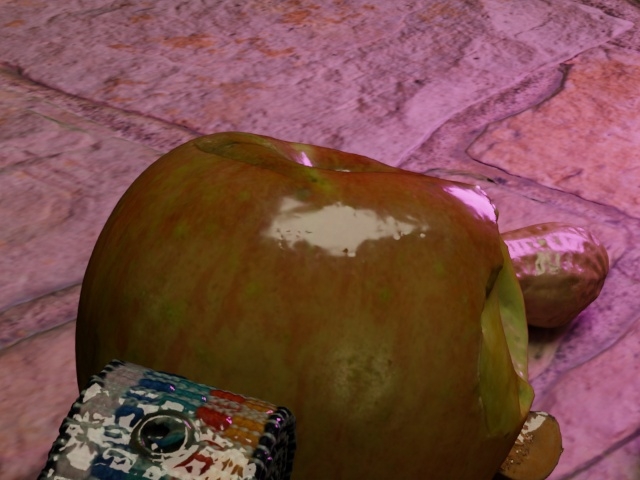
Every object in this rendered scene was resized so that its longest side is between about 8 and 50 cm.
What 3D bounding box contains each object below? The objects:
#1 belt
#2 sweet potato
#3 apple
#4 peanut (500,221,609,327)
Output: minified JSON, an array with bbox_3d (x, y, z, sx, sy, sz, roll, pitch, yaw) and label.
[{"bbox_3d":[-0.104,0.209,1.034,0.150,0.257,0.207,16,4,10],"label":"belt"},{"bbox_3d":[0.073,0.126,1.442,0.286,0.085,0.112,25,8,28],"label":"sweet potato"},{"bbox_3d":[-0.012,0.082,1.258,0.340,0.339,0.339,8,25,-4],"label":"apple"},{"bbox_3d":[0.191,0.040,1.669,0.226,0.095,0.108,-11,35,-35],"label":"peanut"}]
